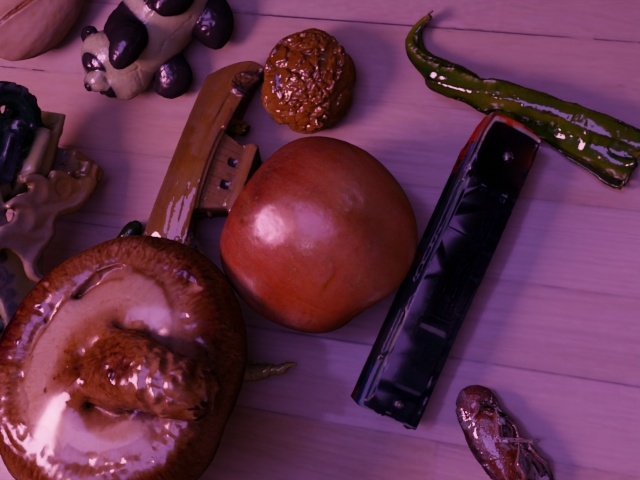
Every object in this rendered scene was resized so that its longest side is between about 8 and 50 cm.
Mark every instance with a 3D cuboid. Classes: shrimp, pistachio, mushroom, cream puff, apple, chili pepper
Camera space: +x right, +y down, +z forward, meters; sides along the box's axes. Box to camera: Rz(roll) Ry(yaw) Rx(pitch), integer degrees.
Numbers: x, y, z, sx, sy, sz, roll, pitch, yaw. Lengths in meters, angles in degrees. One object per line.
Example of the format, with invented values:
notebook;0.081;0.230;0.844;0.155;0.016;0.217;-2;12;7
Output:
shrimp;0.232;0.265;1.449;0.073;0.075;0.190;-30;68;-10
pistachio;-0.419;-0.338;1.693;0.185;0.124;0.124;-47;73;7
mushroom;-0.248;0.169;1.429;0.345;0.239;0.345;-9;41;8
cream puff;-0.020;-0.219;1.571;0.126;0.103;0.143;13;80;19
apple;0.000;0.000;1.468;0.254;0.253;0.253;-2;81;16
chili pepper;0.253;-0.185;1.510;0.359;0.076;0.084;33;117;18

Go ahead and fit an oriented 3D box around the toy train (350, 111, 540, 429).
toy train;0.159;0.036;1.490;0.086;0.089;0.409;24;88;-8

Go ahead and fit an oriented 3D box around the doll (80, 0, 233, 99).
doll;-0.237;-0.290;1.634;0.234;0.143;0.135;-51;49;5

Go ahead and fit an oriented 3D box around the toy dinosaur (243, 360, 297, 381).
toy dinosaur;-0.165;0.169;1.568;0.259;0.094;0.153;-18;77;5

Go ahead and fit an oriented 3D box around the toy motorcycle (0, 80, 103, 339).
toy motorcycle;-0.440;-0.004;1.595;0.169;0.237;0.410;12;83;31

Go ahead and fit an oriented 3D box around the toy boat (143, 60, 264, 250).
toy boat;-0.143;-0.097;1.588;0.122;0.089;0.321;19;77;6

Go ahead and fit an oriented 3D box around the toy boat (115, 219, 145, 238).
toy boat;-0.282;0.071;1.629;0.104;0.052;0.210;35;87;15
